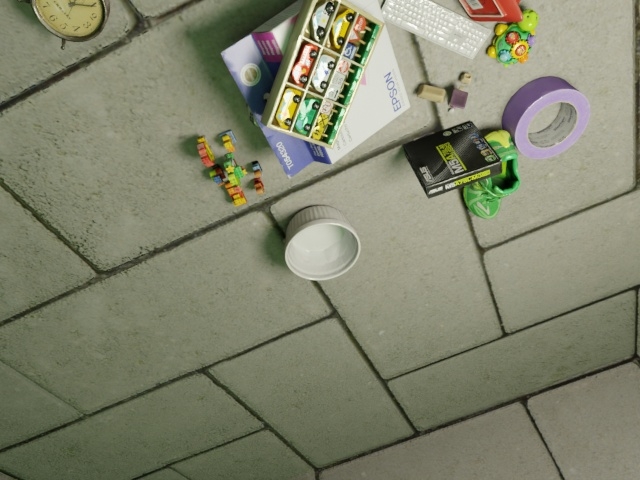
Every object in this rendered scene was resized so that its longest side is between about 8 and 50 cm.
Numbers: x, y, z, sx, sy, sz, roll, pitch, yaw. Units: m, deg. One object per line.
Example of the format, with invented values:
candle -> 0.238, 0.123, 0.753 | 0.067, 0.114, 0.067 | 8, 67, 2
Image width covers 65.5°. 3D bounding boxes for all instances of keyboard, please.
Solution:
keyboard -> 0.251, -0.472, 1.084 | 0.256, 0.014, 0.072 | 14, 126, -21

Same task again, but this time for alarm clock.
alarm clock -> -0.447, -0.454, 0.926 | 0.192, 0.064, 0.129 | -25, 130, 13

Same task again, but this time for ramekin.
ramekin -> 0.000, 0.000, 1.369 | 0.207, 0.109, 0.207 | -5, 131, -6

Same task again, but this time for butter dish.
butter dish -> 0.342, -0.527, 0.987 | 0.160, 0.160, 0.118 | 36, 92, -35

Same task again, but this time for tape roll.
tape roll -> 0.561, -0.305, 1.244 | 0.189, 0.080, 0.189 | -6, 130, -7

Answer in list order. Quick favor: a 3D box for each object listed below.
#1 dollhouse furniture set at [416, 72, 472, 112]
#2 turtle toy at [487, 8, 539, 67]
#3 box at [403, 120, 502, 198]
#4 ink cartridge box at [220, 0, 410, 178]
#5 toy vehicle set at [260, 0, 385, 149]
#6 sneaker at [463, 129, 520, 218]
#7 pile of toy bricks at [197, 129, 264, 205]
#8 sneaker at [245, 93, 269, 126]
dollhouse furniture set -> 0.291, -0.354, 1.195 | 0.114, 0.091, 0.081 | 15, 171, 4
turtle toy -> 0.438, -0.448, 1.106 | 0.095, 0.066, 0.130 | 1, 129, -12
box -> 0.316, -0.200, 1.210 | 0.184, 0.191, 0.045 | -17, 133, 4
ink cartridge box -> 0.012, -0.331, 1.042 | 0.330, 0.071, 0.324 | -39, 131, -11
toy vehicle set -> 0.004, -0.327, 0.971 | 0.166, 0.035, 0.267 | 10, 111, -36
sneaker -> 0.452, -0.148, 1.315 | 0.109, 0.123, 0.295 | -15, 141, -1
pile of toy bricks -> -0.207, -0.157, 1.197 | 0.118, 0.105, 0.212 | -20, 131, 5
sneaker -> -0.064, -0.337, 1.082 | 0.235, 0.095, 0.090 | -40, 124, 19
